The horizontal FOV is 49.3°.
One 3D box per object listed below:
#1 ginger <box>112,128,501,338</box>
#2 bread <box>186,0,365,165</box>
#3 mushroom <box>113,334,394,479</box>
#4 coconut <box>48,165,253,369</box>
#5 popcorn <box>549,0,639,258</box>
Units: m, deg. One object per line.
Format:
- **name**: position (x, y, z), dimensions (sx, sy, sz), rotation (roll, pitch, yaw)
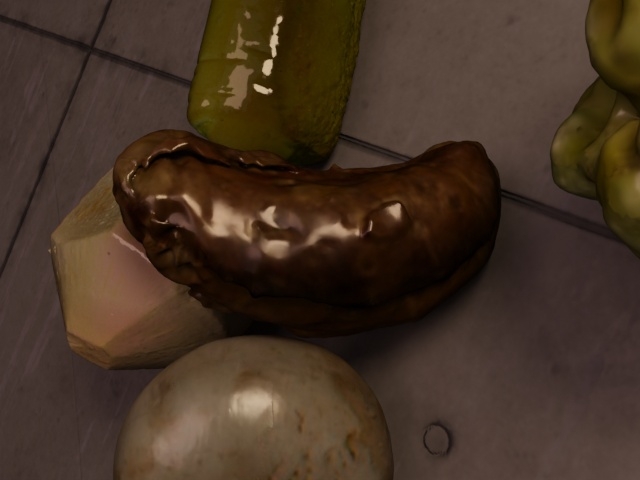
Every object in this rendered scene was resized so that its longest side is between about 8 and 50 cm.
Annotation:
- **ginger**: position (0.000, 0.000, 0.565), dimensions (0.165, 0.321, 0.172), rotation (-151, 62, -69)
- **bread**: position (-0.021, -0.261, 0.713), dimensions (0.112, 0.166, 0.383), rotation (0, 77, 57)
- **mushroom**: position (-0.061, 0.190, 0.626), dimensions (0.244, 0.243, 0.243), rotation (-10, 72, 35)
- **coconut**: position (-0.151, 0.034, 0.698), dimensions (0.197, 0.237, 0.236), rotation (27, 96, 11)
- **popcorn**: position (0.290, -0.086, 0.370), dimensions (0.312, 0.312, 0.312), rotation (-10, 72, 35)
